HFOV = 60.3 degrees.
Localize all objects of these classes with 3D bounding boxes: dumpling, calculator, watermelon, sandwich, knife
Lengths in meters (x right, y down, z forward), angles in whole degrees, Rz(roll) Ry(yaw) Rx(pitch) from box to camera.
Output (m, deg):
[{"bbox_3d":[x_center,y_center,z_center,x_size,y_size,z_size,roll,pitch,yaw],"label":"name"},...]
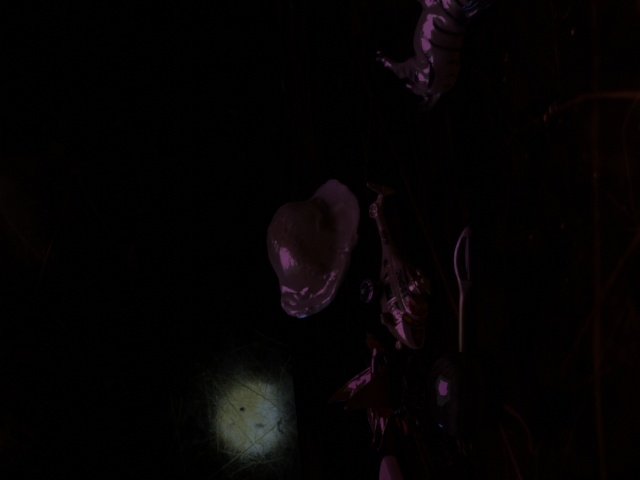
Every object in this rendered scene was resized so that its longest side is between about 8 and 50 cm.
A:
[{"bbox_3d":[-0.025,0.014,1.296,0.270,0.211,0.321,122,132,-69],"label":"dumpling"},{"bbox_3d":[0.147,0.499,1.056,0.175,0.032,0.100,-109,18,-55],"label":"calculator"},{"bbox_3d":[0.168,0.190,0.673,0.078,0.078,0.111,-127,33,-71],"label":"watermelon"},{"bbox_3d":[0.114,0.369,1.193,0.069,0.026,0.101,135,129,-75],"label":"sandwich"},{"bbox_3d":[0.181,0.072,0.696,0.026,0.022,0.184,8,103,54],"label":"knife"}]

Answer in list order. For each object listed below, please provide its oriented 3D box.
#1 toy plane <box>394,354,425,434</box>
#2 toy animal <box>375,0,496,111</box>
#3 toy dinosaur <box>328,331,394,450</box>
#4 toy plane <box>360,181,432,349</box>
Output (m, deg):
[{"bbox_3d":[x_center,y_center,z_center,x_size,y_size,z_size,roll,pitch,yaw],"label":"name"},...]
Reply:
[{"bbox_3d":[0.149,0.270,0.930,0.060,0.037,0.145,-108,17,-65],"label":"toy plane"},{"bbox_3d":[0.140,-0.246,0.646,0.176,0.073,0.217,-129,28,-46],"label":"toy animal"},{"bbox_3d":[0.076,0.287,1.031,0.327,0.112,0.207,-98,7,-78],"label":"toy dinosaur"},{"bbox_3d":[0.117,0.037,0.876,0.108,0.091,0.287,-53,39,43],"label":"toy plane"}]
